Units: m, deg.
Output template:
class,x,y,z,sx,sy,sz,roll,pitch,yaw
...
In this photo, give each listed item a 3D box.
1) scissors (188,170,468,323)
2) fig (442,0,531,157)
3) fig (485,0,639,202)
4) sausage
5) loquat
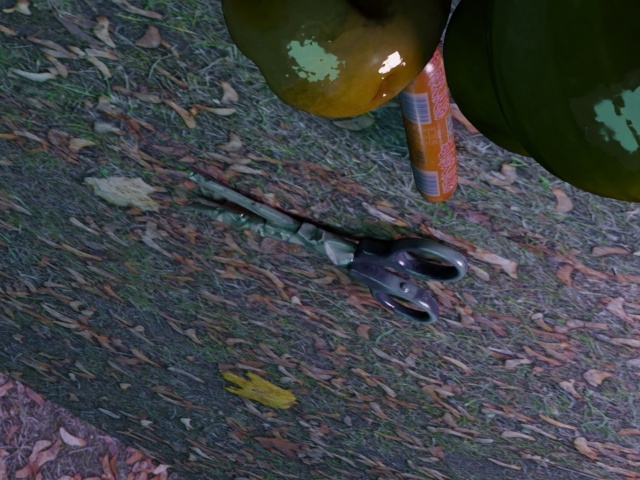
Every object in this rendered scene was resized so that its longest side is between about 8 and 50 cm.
class,x,y,z,sx,sy,sz,roll,pitch,yaw
scissors,0.000,0.000,2.398,0.383,0.029,0.256,23,158,-1
fig,0.204,-0.153,1.672,0.181,0.191,0.181,0,127,-1
fig,0.256,-0.196,1.389,0.316,0.316,0.316,18,158,8
sausage,0.116,-0.127,1.962,0.053,0.053,0.348,15,157,15
loquat,0.008,-0.215,1.665,0.213,0.213,0.213,18,158,8
